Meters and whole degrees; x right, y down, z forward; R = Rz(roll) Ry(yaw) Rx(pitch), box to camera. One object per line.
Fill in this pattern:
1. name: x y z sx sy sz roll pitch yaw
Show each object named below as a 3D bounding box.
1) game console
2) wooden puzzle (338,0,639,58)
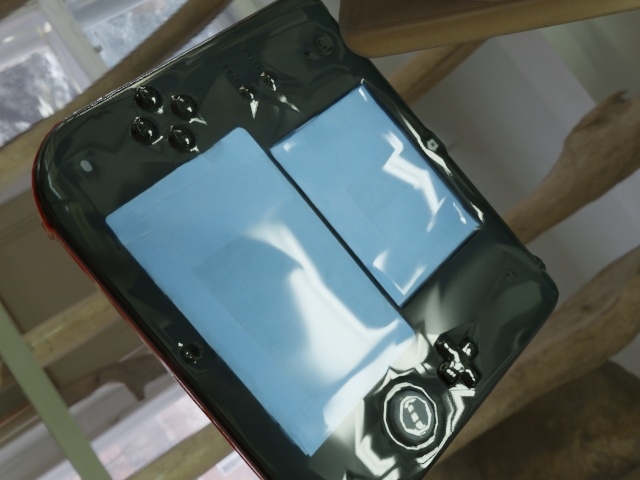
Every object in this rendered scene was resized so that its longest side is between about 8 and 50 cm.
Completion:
1. game console: 0.000 0.000 0.624 0.386 0.342 0.060 50 -28 -2
2. wooden puzzle: 0.117 -0.148 0.352 0.238 0.221 0.044 -37 117 -88
